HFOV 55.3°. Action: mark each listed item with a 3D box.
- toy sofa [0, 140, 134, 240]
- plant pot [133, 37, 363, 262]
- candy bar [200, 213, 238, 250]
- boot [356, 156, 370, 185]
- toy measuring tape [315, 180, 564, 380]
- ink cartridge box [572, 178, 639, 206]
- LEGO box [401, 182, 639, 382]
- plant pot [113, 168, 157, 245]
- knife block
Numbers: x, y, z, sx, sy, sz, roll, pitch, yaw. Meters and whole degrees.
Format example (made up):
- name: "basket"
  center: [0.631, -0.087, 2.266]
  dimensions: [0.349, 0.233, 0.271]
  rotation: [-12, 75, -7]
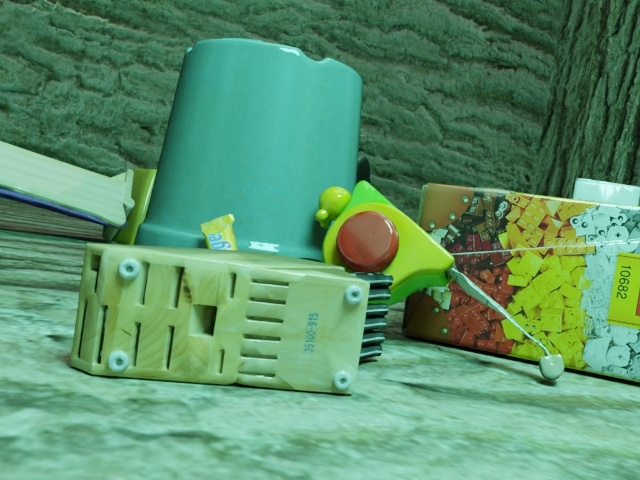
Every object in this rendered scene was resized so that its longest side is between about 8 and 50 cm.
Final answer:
- name: "toy sofa"
  center: [-0.609, -0.106, 1.345]
  dimensions: [0.362, 0.177, 0.150]
  rotation: [18, -44, -31]
- name: "plant pot"
  center: [-0.087, -0.082, 0.865]
  dimensions: [0.341, 0.334, 0.341]
  rotation: [10, 2, 0]
- name: "candy bar"
  center: [-0.100, 0.033, 0.659]
  dimensions: [0.040, 0.161, 0.018]
  rotation: [-20, -43, 0]
- name: "boot"
  center: [-0.080, -0.106, 1.270]
  dimensions: [0.284, 0.138, 0.377]
  rotation: [5, 21, 24]
- name: "toy measuring tape"
  center: [0.100, 0.057, 0.669]
  dimensions: [0.330, 0.121, 0.121]
  rotation: [45, 19, 26]
- name: "ink cartridge box"
  center: [0.546, 0.030, 1.215]
  dimensions: [0.117, 0.278, 0.201]
  rotation: [9, 2, 22]
- name: "LEGO box"
  center: [0.361, 0.054, 0.907]
  dimensions: [0.372, 0.193, 0.500]
  rotation: [9, 2, 20]
- name: "plant pot"
  center: [-0.388, -0.075, 1.514]
  dimensions: [0.212, 0.187, 0.212]
  rotation: [7, 3, -36]
- name: "knife block"
  center: [-0.059, 0.056, 0.546]
  dimensions: [0.275, 0.088, 0.242]
  rotation: [8, 1, -15]
